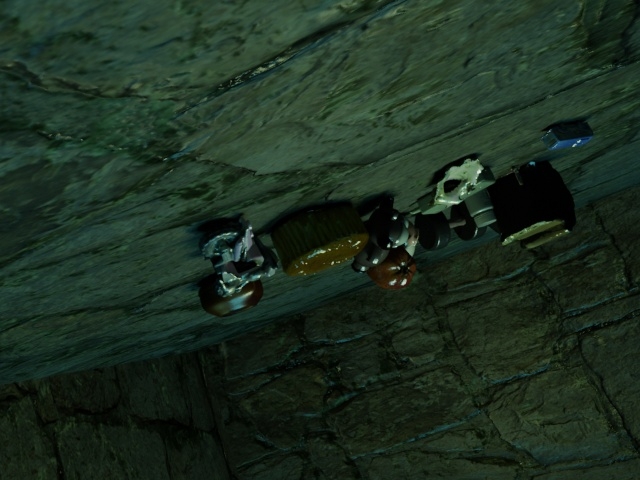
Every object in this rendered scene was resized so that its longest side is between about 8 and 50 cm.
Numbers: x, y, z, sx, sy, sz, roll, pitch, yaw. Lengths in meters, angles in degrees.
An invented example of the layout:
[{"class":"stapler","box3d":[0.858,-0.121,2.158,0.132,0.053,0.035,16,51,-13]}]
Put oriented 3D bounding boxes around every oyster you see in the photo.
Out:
[{"class":"oyster","box3d":[0.376,-0.168,1.478,0.133,0.072,0.209,-12,148,-4]}]

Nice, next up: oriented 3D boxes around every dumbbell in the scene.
[{"class":"dumbbell","box3d":[0.455,-0.058,1.857,0.218,0.152,0.152,-14,167,-22]}]

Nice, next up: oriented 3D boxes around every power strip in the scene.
[{"class":"power strip","box3d":[0.396,-0.140,1.642,0.093,0.053,0.288,-7,162,-46]}]

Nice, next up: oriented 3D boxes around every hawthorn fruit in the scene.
[{"class":"hawthorn fruit","box3d":[0.215,0.087,1.780,0.163,0.162,0.203,-10,-175,-35]}]

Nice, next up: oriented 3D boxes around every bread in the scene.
[{"class":"bread","box3d":[0.000,0.000,1.456,0.253,0.142,0.227,-8,157,-34]}]

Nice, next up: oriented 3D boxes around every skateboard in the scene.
[{"class":"skateboard","box3d":[0.615,-0.201,1.707,0.032,0.063,0.083,-24,-179,-18]}]

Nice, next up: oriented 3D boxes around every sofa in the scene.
[{"class":"sofa","box3d":[0.704,-0.112,1.763,0.182,0.258,0.200,8,153,-36]}]

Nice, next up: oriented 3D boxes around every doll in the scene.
[{"class":"doll","box3d":[0.167,-0.005,1.548,0.117,0.182,0.257,20,138,-18]}]

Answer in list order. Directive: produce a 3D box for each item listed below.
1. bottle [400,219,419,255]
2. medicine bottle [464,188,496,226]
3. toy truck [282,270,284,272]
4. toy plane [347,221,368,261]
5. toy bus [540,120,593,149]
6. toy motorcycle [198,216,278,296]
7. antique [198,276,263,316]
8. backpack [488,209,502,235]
[{"class":"bottle","box3d":[0.271,-0.002,1.867,0.148,0.147,0.236,-18,161,-7]},{"class":"medicine bottle","box3d":[0.533,-0.115,1.772,0.080,0.130,0.080,-18,169,-4]},{"class":"toy truck","box3d":[-0.061,0.098,1.937,0.154,0.078,0.080,-17,166,-10]},{"class":"toy plane","box3d":[0.121,0.005,1.749,0.255,0.101,0.251,-21,180,9]},{"class":"toy bus","box3d":[0.659,-0.279,1.411,0.153,0.061,0.051,-11,160,-26]},{"class":"toy motorcycle","box3d":[-0.201,0.037,1.349,0.188,0.143,0.327,-25,155,-15]},{"class":"antique","box3d":[-0.303,0.184,1.826,0.224,0.129,0.278,-15,170,-30]},{"class":"backpack","box3d":[0.716,-0.112,2.060,0.165,0.120,0.106,-54,162,2]}]
